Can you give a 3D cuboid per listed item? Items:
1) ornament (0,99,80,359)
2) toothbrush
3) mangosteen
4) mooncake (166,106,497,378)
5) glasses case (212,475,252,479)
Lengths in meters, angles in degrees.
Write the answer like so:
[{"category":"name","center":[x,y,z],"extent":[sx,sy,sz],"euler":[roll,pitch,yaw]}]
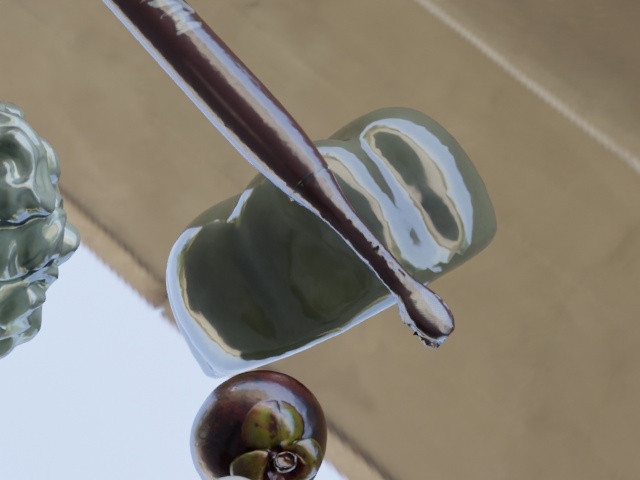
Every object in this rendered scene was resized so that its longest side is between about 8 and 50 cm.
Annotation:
[{"category":"ornament","center":[-0.198,0.061,0.534],"extent":[0.130,0.120,0.285],"euler":[27,-105,47]},{"category":"toothbrush","center":[-0.043,-0.076,0.947],"extent":[0.364,0.041,0.041],"euler":[48,-65,15]},{"category":"mangosteen","center":[-0.032,0.115,0.890],"extent":[0.081,0.081,0.081],"euler":[5,-79,25]},{"category":"mooncake","center":[0.000,0.000,1.216],"extent":[0.275,0.275,0.135],"euler":[-30,-90,27]},{"category":"glasses case","center":[-0.065,0.136,0.408],"extent":[0.049,0.193,0.074],"euler":[24,-49,25]}]
